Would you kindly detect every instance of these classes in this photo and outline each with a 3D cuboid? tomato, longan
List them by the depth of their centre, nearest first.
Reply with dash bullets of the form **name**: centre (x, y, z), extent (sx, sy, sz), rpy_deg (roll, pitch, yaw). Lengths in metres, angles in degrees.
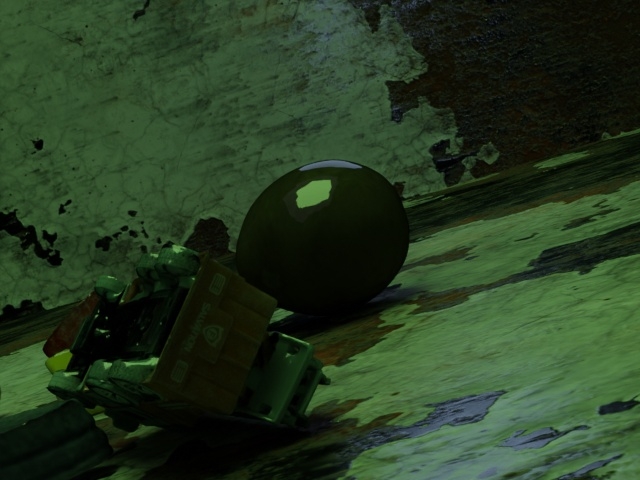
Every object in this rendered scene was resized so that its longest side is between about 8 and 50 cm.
- **longan**: centre (0.000, 0.000, 1.634), extent (0.248, 0.248, 0.248), rpy_deg (-17, 5, 1)
- **tomato**: centre (-0.386, 0.157, 1.995), extent (0.159, 0.091, 0.139), rpy_deg (-44, -5, -1)

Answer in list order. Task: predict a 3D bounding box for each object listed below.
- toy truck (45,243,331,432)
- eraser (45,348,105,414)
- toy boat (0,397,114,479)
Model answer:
- **toy truck**: centre (-0.135, 0.119, 1.134), extent (0.338, 0.184, 0.133), rpy_deg (-19, 45, 62)
- **eraser**: centre (-0.274, 0.168, 1.557), extent (0.158, 0.069, 0.226), rpy_deg (-21, 6, -17)
- **toy boat**: centre (-0.336, 0.223, 1.098), extent (0.283, 0.078, 0.127), rpy_deg (-19, 2, -10)
